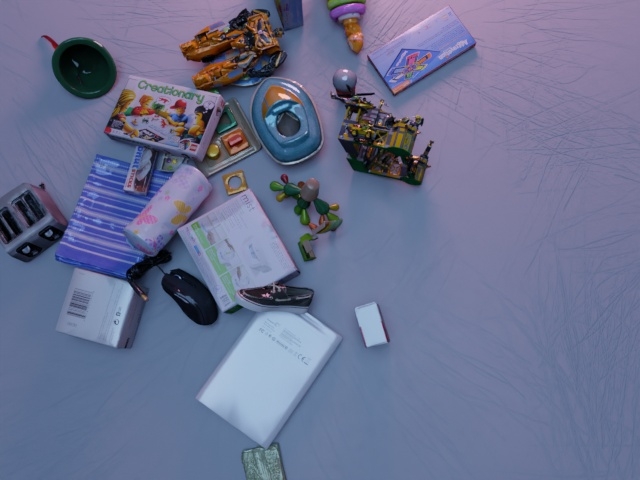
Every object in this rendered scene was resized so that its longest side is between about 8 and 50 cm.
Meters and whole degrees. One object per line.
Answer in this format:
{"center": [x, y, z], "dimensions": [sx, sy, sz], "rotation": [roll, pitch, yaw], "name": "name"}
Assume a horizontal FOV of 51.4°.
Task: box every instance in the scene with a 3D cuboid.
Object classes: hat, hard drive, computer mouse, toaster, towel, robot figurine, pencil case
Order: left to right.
{"center": [-0.827, -0.059, 1.874], "dimensions": [0.168, 0.110, 0.185], "rotation": [-37, 80, -4], "name": "toaster"}
{"center": [-0.708, -0.548, 1.990], "dimensions": [0.173, 0.183, 0.208], "rotation": [-32, 122, 5], "name": "hat"}
{"center": [-0.580, -0.069, 1.872], "dimensions": [0.243, 0.040, 0.335], "rotation": [15, 73, 5], "name": "towel"}
{"center": [-0.418, -0.087, 1.820], "dimensions": [0.124, 0.113, 0.273], "rotation": [17, 62, 37], "name": "pencil case"}
{"center": [-0.392, 0.131, 1.783], "dimensions": [0.262, 0.184, 0.060], "rotation": [48, 126, 9], "name": "computer mouse"}
{"center": [-0.240, -0.542, 1.887], "dimensions": [0.291, 0.085, 0.211], "rotation": [-23, 84, 4], "name": "robot figurine"}
{"center": [-0.148, 0.619, 1.762], "dimensions": [0.110, 0.027, 0.148], "rotation": [-15, 80, 2], "name": "towel"}
{"center": [-0.135, 0.340, 1.779], "dimensions": [0.233, 0.047, 0.353], "rotation": [35, 81, 2], "name": "hard drive"}

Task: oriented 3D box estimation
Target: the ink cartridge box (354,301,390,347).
{"center": [0.137, 0.223, 1.747], "dimensions": [0.063, 0.150, 0.109], "rotation": [-18, 80, 5], "name": "ink cartridge box"}

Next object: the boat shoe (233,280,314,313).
{"center": [-0.118, 0.139, 1.715], "dimensions": [0.078, 0.219, 0.070], "rotation": [51, 125, 46], "name": "boat shoe"}

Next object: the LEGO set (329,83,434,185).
{"center": [0.181, -0.295, 1.764], "dimensions": [0.255, 0.331, 0.192], "rotation": [13, 79, 26], "name": "LEGO set"}

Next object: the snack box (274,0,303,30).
{"center": [-0.112, -0.740, 1.907], "dimensions": [0.070, 0.174, 0.207], "rotation": [-17, 79, -3], "name": "snack box"}

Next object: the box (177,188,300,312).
{"center": [-0.220, 0.031, 1.811], "dimensions": [0.231, 0.127, 0.262], "rotation": [-31, 81, -2], "name": "box"}

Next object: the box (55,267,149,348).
{"center": [-0.592, 0.187, 1.814], "dimensions": [0.182, 0.119, 0.180], "rotation": [14, 82, 5], "name": "box"}

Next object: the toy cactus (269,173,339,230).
{"center": [-0.030, -0.118, 1.806], "dimensions": [0.219, 0.180, 0.112], "rotation": [40, 65, 4], "name": "toy cactus"}

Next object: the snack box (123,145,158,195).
{"center": [-0.508, -0.213, 1.898], "dimensions": [0.064, 0.022, 0.178], "rotation": [8, 65, 1], "name": "snack box"}

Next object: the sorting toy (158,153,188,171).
{"center": [-0.419, -0.229, 1.912], "dimensions": [0.075, 0.045, 0.083], "rotation": [11, 79, -4], "name": "sorting toy"}

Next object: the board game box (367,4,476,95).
{"center": [0.292, -0.550, 1.925], "dimensions": [0.281, 0.027, 0.145], "rotation": [-32, 79, -2], "name": "board game box"}

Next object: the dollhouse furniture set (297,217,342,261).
{"center": [0.000, 0.000, 1.800], "dimensions": [0.152, 0.076, 0.058], "rotation": [-34, 74, 41], "name": "dollhouse furniture set"}

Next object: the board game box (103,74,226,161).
{"center": [-0.443, -0.349, 1.891], "dimensions": [0.305, 0.053, 0.192], "rotation": [15, 76, 16], "name": "board game box"}

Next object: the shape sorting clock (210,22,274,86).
{"center": [-0.225, -0.551, 1.951], "dimensions": [0.206, 0.040, 0.206], "rotation": [-1, 81, 4], "name": "shape sorting clock"}

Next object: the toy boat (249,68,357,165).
{"center": [-0.043, -0.374, 1.856], "dimensions": [0.318, 0.148, 0.267], "rotation": [-28, 80, -1], "name": "toy boat"}

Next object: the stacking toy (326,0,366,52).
{"center": [0.076, -0.691, 1.916], "dimensions": [0.166, 0.175, 0.301], "rotation": [-10, 94, 2], "name": "stacking toy"}

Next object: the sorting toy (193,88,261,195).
{"center": [-0.293, -0.298, 1.910], "dimensions": [0.196, 0.047, 0.347], "rotation": [-29, 80, -1], "name": "sorting toy"}
